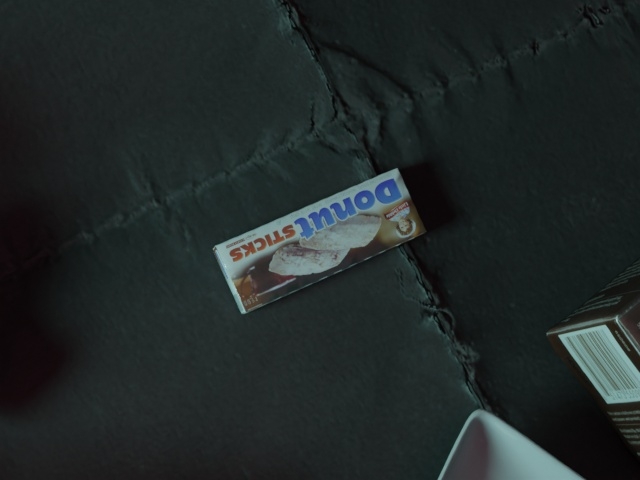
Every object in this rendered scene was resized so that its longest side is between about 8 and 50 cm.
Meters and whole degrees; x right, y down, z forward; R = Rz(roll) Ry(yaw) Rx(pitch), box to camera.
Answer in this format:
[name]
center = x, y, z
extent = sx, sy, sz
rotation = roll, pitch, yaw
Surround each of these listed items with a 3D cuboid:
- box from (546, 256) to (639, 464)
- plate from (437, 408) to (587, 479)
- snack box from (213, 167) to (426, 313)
[box]
center = 0.342, 0.080, 1.327
extent = 0.203, 0.168, 0.167
rotation = -37, 90, -14
[plate]
center = 0.171, 0.329, 1.303
extent = 0.278, 0.045, 0.277
rotation = 34, 70, -12
[snack box]
center = 0.000, 0.000, 1.338
extent = 0.178, 0.022, 0.064
rotation = -24, 87, -14
